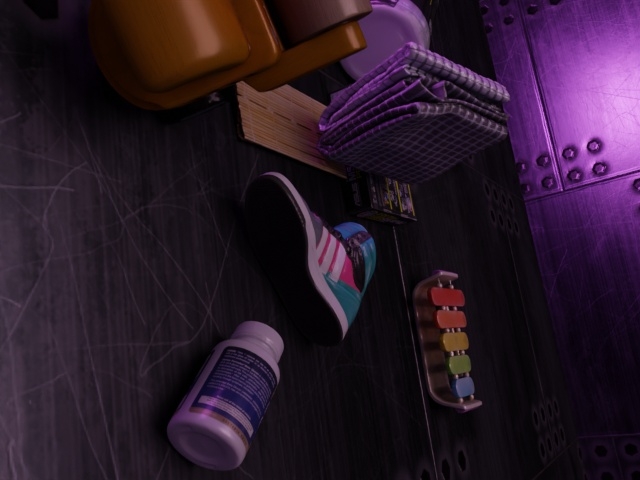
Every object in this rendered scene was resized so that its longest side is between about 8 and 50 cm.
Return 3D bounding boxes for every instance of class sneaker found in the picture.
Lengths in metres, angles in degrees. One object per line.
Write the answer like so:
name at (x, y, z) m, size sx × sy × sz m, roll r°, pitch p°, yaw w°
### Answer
sneaker at (0.000, 0.000, 0.935) m, size 0.178 × 0.124 × 0.295 m, roll -51°, pitch 127°, yaw -48°

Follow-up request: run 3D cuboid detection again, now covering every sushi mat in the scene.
sushi mat at (-0.049, -0.212, 1.059) m, size 0.317 × 0.019 × 0.151 m, roll 12°, pitch 67°, yaw -55°

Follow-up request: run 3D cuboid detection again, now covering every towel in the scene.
towel at (0.161, -0.200, 1.046) m, size 0.235 × 0.284 × 0.121 m, roll 13°, pitch 69°, yaw -32°

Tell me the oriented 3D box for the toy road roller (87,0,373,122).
toy road roller at (-0.112, -0.270, 0.693) m, size 0.240 × 0.330 × 0.202 m, roll -76°, pitch 144°, yaw -74°

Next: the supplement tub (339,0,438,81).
supplement tub at (0.162, -0.520, 1.359) m, size 0.207 × 0.207 × 0.337 m, roll 53°, pitch 37°, yaw -31°

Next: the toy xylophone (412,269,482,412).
toy xylophone at (0.298, 0.227, 1.357) m, size 0.236 × 0.081 × 0.322 m, roll -2°, pitch 78°, yaw -59°

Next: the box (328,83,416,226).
box at (0.115, -0.175, 1.268) m, size 0.216 × 0.060 × 0.269 m, roll 9°, pitch 69°, yaw -57°

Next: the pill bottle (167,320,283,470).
pill bottle at (-0.105, 0.181, 0.715) m, size 0.094 × 0.094 × 0.169 m, roll 58°, pitch 35°, yaw -25°
